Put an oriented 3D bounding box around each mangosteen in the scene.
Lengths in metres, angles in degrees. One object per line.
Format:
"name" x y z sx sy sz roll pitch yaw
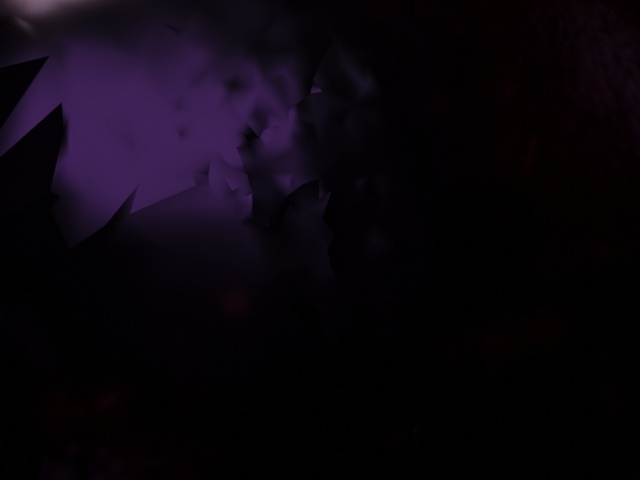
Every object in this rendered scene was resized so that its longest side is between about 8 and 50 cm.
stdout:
"mangosteen" -0.009 0.006 0.572 0.297 0.297 0.293 15 69 35
